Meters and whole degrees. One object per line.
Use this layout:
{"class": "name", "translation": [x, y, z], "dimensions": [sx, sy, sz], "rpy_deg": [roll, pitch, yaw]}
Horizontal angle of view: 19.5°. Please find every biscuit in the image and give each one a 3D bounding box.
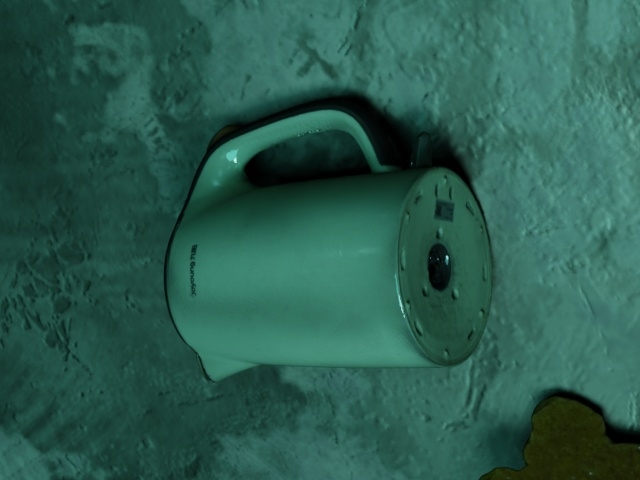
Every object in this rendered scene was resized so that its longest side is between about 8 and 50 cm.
{"class": "biscuit", "translation": [0.230, 0.272, 1.572], "dimensions": [0.208, 0.041, 0.290], "rpy_deg": [-12, 68, 4]}

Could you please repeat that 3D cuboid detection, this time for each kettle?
{"class": "kettle", "translation": [0.000, 0.000, 1.581], "dimensions": [0.255, 0.165, 0.240], "rpy_deg": [-3, 85, 35]}
